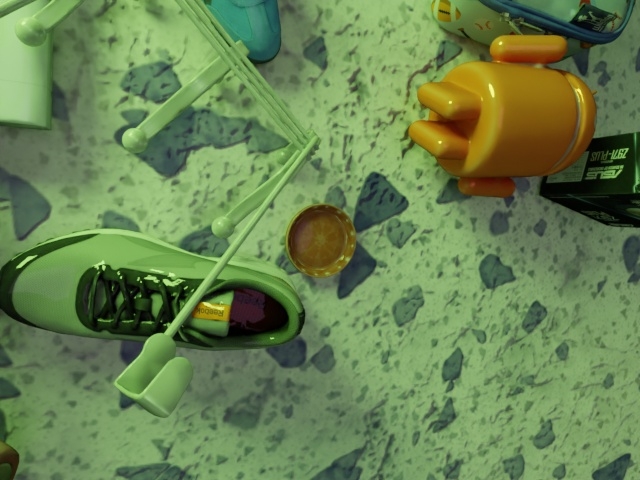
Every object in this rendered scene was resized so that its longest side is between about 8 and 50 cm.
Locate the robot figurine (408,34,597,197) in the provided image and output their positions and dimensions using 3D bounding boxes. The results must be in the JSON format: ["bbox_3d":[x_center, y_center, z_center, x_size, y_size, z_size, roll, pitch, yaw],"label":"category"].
[{"bbox_3d":[0.214,-0.136,0.531,0.220,0.128,0.157,-3,84,-21],"label":"robot figurine"}]

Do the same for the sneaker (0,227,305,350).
[{"bbox_3d":[-0.140,0.049,0.427,0.272,0.108,0.100,7,95,-20],"label":"sneaker"}]

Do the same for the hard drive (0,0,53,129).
[{"bbox_3d":[-0.334,-0.275,0.352,0.233,0.047,0.352,2,95,-21],"label":"hard drive"}]

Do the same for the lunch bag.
[{"bbox_3d":[0.251,-0.366,0.533,0.243,0.115,0.303,10,91,-19],"label":"lunch bag"}]

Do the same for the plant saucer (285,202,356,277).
[{"bbox_3d":[0.000,0.000,0.525,0.084,0.013,0.083,-3,97,-21],"label":"plant saucer"}]

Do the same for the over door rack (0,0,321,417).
[{"bbox_3d":[-0.142,-0.074,0.351,0.239,0.108,0.324,48,39,-21],"label":"over door rack"}]

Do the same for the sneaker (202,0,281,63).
[{"bbox_3d":[-0.082,-0.274,0.431,0.069,0.082,0.209,-21,104,-20],"label":"sneaker"}]

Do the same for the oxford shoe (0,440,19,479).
[{"bbox_3d":[-0.410,0.290,0.356,0.147,0.140,0.396,35,83,5],"label":"oxford shoe"}]

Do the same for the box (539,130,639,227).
[{"bbox_3d":[0.401,-0.070,0.581,0.148,0.180,0.077,17,88,-22],"label":"box"}]
